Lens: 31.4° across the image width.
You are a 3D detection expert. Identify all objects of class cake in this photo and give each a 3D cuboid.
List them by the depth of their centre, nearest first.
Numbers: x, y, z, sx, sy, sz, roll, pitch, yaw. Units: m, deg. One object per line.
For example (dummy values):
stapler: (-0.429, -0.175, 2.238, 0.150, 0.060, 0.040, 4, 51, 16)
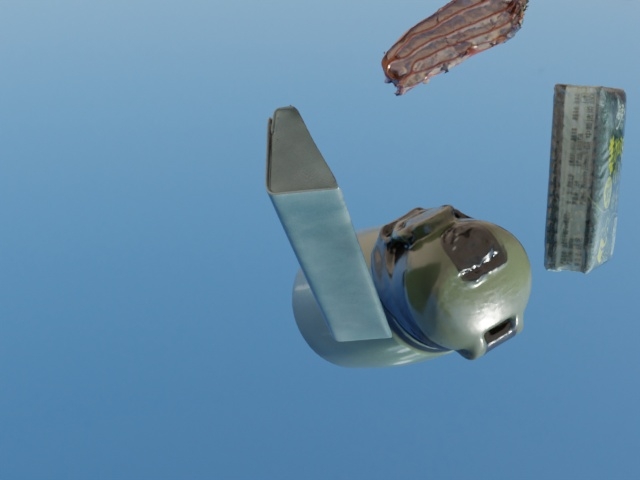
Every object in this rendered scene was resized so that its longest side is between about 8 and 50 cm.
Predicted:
cake: (0.203, -0.316, 1.804, 0.287, 0.098, 0.135, -31, 179, 40)

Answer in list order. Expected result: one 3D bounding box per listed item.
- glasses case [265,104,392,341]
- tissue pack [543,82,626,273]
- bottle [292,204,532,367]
glasses case: (0.000, 0.000, 1.034, 0.056, 0.266, 0.105, -27, -124, -3)
tissue pack: (0.377, -0.090, 1.609, 0.081, 0.257, 0.185, 5, -173, 22)
bottle: (0.099, 0.055, 1.252, 0.168, 0.168, 0.347, -7, 176, -23)
